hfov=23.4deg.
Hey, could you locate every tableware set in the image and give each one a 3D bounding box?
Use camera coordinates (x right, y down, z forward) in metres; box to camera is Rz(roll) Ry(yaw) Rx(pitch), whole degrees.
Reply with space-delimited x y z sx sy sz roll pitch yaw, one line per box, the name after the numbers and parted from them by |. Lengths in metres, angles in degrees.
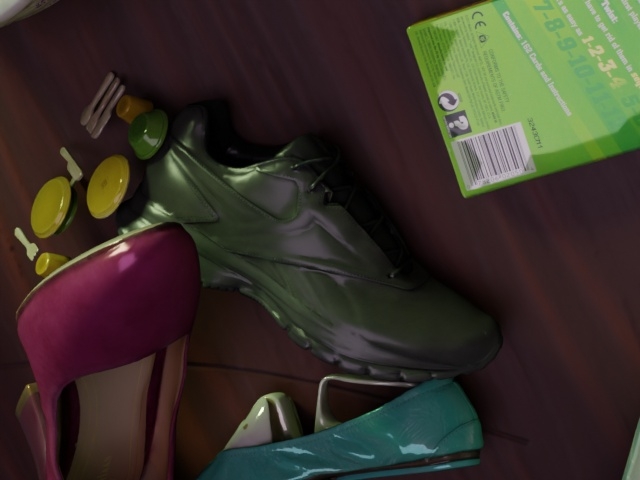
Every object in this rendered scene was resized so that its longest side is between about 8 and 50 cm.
-0.161 -0.039 1.108 0.024 0.104 0.154 24 104 -38 | tableware set

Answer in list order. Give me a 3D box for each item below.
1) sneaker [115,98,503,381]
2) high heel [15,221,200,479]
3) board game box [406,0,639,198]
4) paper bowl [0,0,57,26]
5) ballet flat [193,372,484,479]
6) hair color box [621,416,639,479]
0.000 0.000 1.064 0.286 0.109 0.130 26 108 6 | sneaker
-0.121 0.129 1.037 0.181 0.127 0.377 62 157 17 | high heel
0.197 -0.121 1.004 0.259 0.039 0.124 -15 102 22 | board game box
-0.253 -0.279 1.026 0.284 0.148 0.284 4 108 14 | paper bowl
-0.001 0.146 1.131 0.247 0.083 0.087 -16 77 20 | ballet flat
0.269 0.297 1.071 0.185 0.113 0.374 16 109 11 | hair color box
